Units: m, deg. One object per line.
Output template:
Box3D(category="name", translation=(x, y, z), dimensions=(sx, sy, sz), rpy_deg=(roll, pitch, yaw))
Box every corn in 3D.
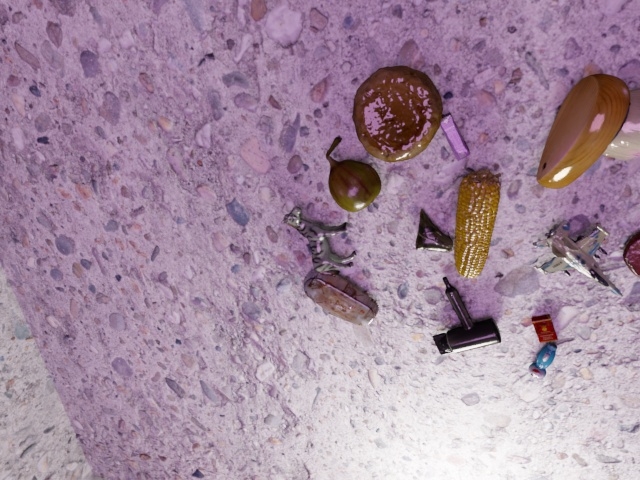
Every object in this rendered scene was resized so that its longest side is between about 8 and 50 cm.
Box3D(category="corn", translation=(0.410, -0.037, 1.098), dimensions=(0.106, 0.106, 0.305), rpy_deg=(7, 121, 16))

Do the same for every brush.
Box3D(category="brush", translation=(0.613, -0.221, 0.907), dimensions=(0.166, 0.174, 0.266), rpy_deg=(16, 128, 0))

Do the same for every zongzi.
Box3D(category="zongzi", translation=(0.331, -0.026, 1.164), dimensions=(0.109, 0.055, 0.119), rpy_deg=(9, 107, 12))

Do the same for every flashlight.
Box3D(category="flashlight", translation=(0.677, 0.364, 1.245), dimensions=(0.051, 0.051, 0.129), rpy_deg=(18, 114, 10))

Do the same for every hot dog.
Box3D(category="hot dog", translation=(0.062, 0.190, 1.351), dimensions=(0.268, 0.075, 0.144), rpy_deg=(33, 125, -1))

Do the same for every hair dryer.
Box3D(category="hair dryer", translation=(0.411, 0.228, 1.263), dimensions=(0.196, 0.078, 0.248), rpy_deg=(-24, 96, 28))

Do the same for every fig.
Box3D(category="fig", translation=(0.079, -0.168, 1.124), dimensions=(0.186, 0.142, 0.148), rpy_deg=(39, 95, -18))

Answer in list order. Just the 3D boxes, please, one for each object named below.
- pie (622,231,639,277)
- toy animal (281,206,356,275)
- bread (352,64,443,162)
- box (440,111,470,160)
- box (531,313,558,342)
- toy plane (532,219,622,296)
Box3D(category="pie", translation=(0.841, 0.034, 1.023), dimensions=(0.154, 0.036, 0.154), rpy_deg=(8, 118, 15))
Box3D(category="toy animal", translation=(0.013, -0.010, 1.265), dimensions=(0.170, 0.090, 0.255), rpy_deg=(-28, 97, 24))
Box3D(category="bread", translation=(0.193, -0.313, 1.019), dimensions=(0.230, 0.123, 0.230), rpy_deg=(7, 107, 24))
Box3D(category="box", translation=(0.339, -0.264, 1.040), dimensions=(0.036, 0.050, 0.117), rpy_deg=(-25, 107, 25))
Box3D(category="box", translation=(0.660, 0.260, 1.208), dimensions=(0.051, 0.023, 0.082), rpy_deg=(-19, 108, 25))
Box3D(category="toy plane", translation=(0.687, 0.057, 1.069), dimensions=(0.262, 0.088, 0.192), rpy_deg=(34, 128, -12))
